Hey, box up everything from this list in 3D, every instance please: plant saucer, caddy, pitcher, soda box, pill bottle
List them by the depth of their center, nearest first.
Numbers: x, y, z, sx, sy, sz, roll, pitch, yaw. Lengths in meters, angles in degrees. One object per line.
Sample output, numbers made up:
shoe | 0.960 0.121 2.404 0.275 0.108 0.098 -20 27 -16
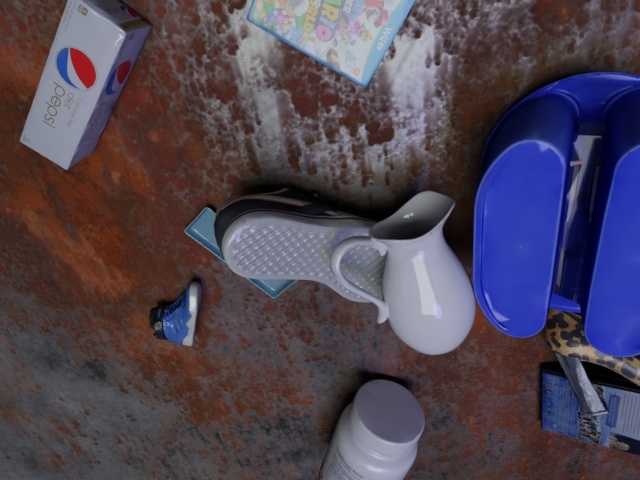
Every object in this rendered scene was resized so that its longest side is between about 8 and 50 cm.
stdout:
caddy | 0.321 -0.026 0.538 0.241 0.179 0.342 8 124 28
soda box | -0.301 -0.199 0.545 0.069 0.074 0.216 34 120 -15
pitcher | 0.115 0.061 0.581 0.177 0.125 0.207 -22 117 -4
plant saucer | -0.127 0.021 0.705 0.192 0.018 0.067 40 118 -19
pill bottle | 0.099 0.422 0.857 0.160 0.160 0.283 13 123 -3

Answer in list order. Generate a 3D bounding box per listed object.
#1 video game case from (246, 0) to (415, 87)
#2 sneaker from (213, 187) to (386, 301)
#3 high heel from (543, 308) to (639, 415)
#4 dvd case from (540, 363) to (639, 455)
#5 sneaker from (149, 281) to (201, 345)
video game case | 0.011 -0.273 0.500 0.166 0.015 0.119 26 122 -11
sneaker | 0.000 0.000 0.626 0.321 0.127 0.126 16 108 -34
high heel | 0.502 0.151 0.667 0.261 0.093 0.186 -25 87 19
dvd case | 0.534 0.313 0.764 0.252 0.022 0.181 5 126 33
sneaker | -0.262 0.129 0.764 0.084 0.058 0.152 11 130 -12
